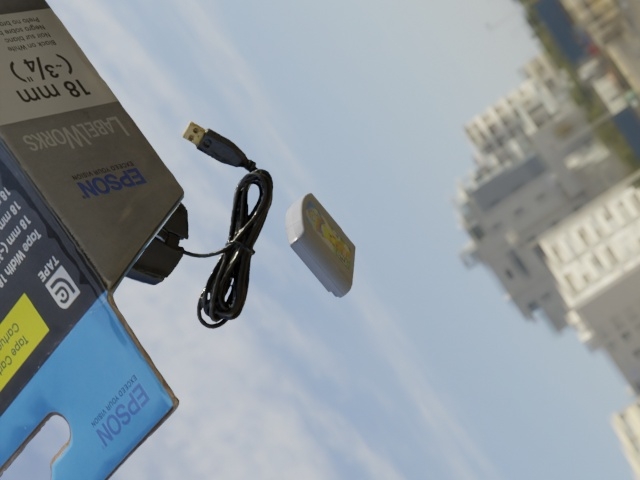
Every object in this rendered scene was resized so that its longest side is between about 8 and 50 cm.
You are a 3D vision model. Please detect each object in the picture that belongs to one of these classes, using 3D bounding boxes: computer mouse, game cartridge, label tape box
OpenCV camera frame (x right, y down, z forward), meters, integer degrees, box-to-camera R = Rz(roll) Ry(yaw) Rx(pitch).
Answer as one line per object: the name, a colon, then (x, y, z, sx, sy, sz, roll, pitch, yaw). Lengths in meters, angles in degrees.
computer mouse: (-0.168, -0.045, 1.551, 0.262, 0.184, 0.060, 24, 161, -6)
game cartridge: (0.000, 0.000, 1.038, 0.056, 0.017, 0.083, 46, -164, -13)
label tape box: (-0.201, 0.011, 0.941, 0.106, 0.240, 0.333, -19, -113, -51)
